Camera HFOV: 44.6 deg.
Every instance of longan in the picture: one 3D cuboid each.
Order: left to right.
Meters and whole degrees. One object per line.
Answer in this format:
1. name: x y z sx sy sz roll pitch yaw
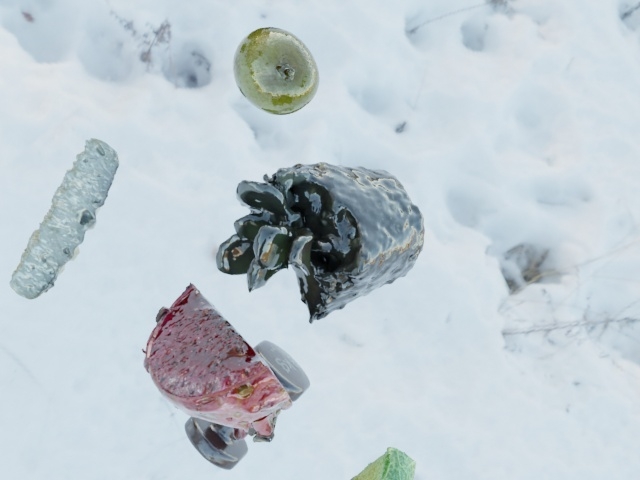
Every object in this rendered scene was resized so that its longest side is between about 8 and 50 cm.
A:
1. longan: -0.035 -0.139 0.641 0.075 0.083 0.075 -3 100 -15

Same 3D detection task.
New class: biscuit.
1. biscuit: -0.423 -0.038 1.319 0.084 0.179 0.281 28 89 -16

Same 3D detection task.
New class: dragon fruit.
1. dragon fruit: -0.130 0.207 1.075 0.134 0.262 0.211 -43 123 -9

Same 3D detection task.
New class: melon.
1. melon: 0.049 0.415 1.120 0.053 0.114 0.262 51 51 -26

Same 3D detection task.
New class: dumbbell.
1. dumbbell: -0.134 0.302 1.437 0.124 0.140 0.225 44 100 7

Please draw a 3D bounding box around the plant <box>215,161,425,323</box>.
1. plant: 0.000 0.000 1.087 0.276 0.199 0.189 -10 66 -37
